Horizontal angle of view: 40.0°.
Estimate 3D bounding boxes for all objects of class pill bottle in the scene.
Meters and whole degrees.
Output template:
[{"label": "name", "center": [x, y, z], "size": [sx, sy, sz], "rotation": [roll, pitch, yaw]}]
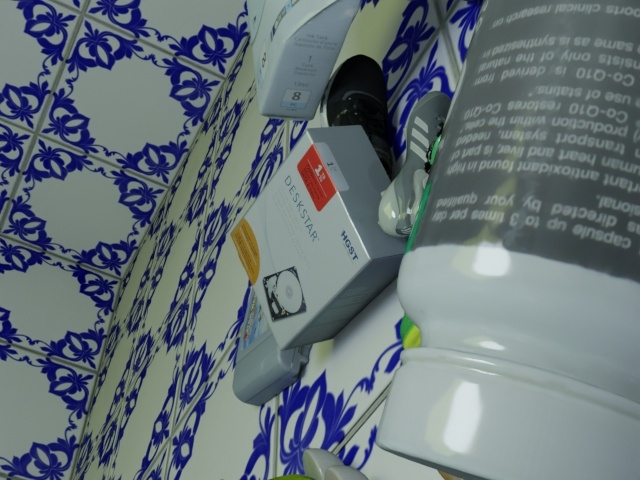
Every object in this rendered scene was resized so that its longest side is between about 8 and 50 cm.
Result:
[{"label": "pill bottle", "center": [0.167, -0.021, 0.549], "size": [0.204, 0.204, 0.361], "rotation": [-17, 52, 68]}]

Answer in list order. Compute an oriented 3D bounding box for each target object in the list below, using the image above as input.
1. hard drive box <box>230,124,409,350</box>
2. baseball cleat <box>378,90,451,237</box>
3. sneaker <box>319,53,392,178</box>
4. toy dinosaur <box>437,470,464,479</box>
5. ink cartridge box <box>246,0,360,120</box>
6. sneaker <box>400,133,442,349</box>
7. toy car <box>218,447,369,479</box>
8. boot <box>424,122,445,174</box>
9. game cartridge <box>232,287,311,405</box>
[{"label": "hard drive box", "center": [0.000, 0.000, 1.079], "size": [0.232, 0.089, 0.181], "rotation": [-49, 58, 45]}, {"label": "baseball cleat", "center": [0.135, -0.088, 0.981], "size": [0.109, 0.072, 0.206], "rotation": [-6, 53, 42]}, {"label": "sneaker", "center": [0.063, -0.126, 1.189], "size": [0.124, 0.107, 0.283], "rotation": [-15, 62, 59]}, {"label": "toy dinosaur", "center": [0.116, 0.185, 0.724], "size": [0.211, 0.064, 0.112], "rotation": [-101, 5, -53]}, {"label": "ink cartridge box", "center": [-0.016, -0.399, 1.168], "size": [0.385, 0.091, 0.308], "rotation": [114, 154, -52]}, {"label": "sneaker", "center": [0.147, -0.030, 0.747], "size": [0.123, 0.109, 0.295], "rotation": [20, 79, 48]}, {"label": "toy car", "center": [-0.027, 0.299, 0.884], "size": [0.182, 0.159, 0.136], "rotation": [179, 75, -71]}, {"label": "boot", "center": [0.161, -0.089, 0.822], "size": [0.121, 0.099, 0.045], "rotation": [-59, 17, 22]}, {"label": "game cartridge", "center": [-0.058, 0.092, 1.335], "size": [0.198, 0.062, 0.297], "rotation": [-38, 34, 50]}]
